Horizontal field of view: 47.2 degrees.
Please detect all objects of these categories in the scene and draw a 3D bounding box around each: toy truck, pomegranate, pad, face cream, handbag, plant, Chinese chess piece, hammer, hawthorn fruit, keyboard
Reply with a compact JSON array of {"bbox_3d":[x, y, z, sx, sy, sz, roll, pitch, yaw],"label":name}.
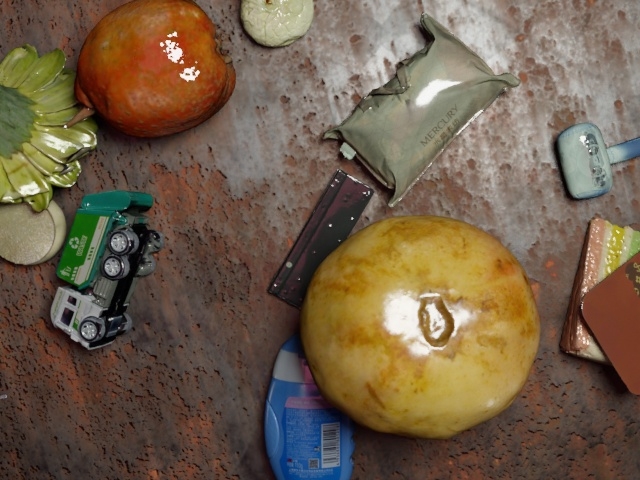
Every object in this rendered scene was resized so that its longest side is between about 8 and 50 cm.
[{"bbox_3d":[-0.339,0.038,1.166,0.124,0.114,0.254,25,97,14],"label":"toy truck"},{"bbox_3d":[0.141,0.128,1.066,0.338,0.338,0.339,0,96,3],"label":"pomegranate"},{"bbox_3d":[0.526,0.096,1.118,0.267,0.004,0.181,-34,94,-18],"label":"pad"},{"bbox_3d":[-0.018,0.276,1.182,0.149,0.083,0.264,0,96,3],"label":"face cream"},{"bbox_3d":[0.142,-0.203,1.110,0.182,0.117,0.270,45,98,6],"label":"handbag"},{"bbox_3d":[-0.467,-0.175,1.093,0.261,0.297,0.306,23,63,-22],"label":"plant"},{"bbox_3d":[-0.478,-0.020,1.196,0.122,0.051,0.122,0,98,3],"label":"Chinese chess piece"},{"bbox_3d":[0.464,-0.140,1.125,0.193,0.069,0.116,-17,94,-3],"label":"hammer"},{"bbox_3d":[-0.263,-0.242,1.076,0.262,0.210,0.211,-25,94,0],"label":"hawthorn fruit"},{"bbox_3d":[0.000,0.000,1.184,0.072,0.023,0.231,29,97,-7],"label":"keyboard"}]

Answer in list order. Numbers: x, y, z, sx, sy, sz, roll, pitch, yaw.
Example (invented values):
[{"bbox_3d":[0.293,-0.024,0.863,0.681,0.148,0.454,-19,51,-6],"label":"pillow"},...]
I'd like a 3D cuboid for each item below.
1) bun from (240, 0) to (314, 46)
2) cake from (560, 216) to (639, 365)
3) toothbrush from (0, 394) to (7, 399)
[{"bbox_3d":[-0.068,-0.355,1.125,0.115,0.069,0.115,0,98,3],"label":"bun"},{"bbox_3d":[0.453,0.085,1.134,0.109,0.090,0.226,13,96,6],"label":"cake"},{"bbox_3d":[-0.582,0.279,1.254,0.096,0.008,0.006,-17,81,6],"label":"toothbrush"}]
